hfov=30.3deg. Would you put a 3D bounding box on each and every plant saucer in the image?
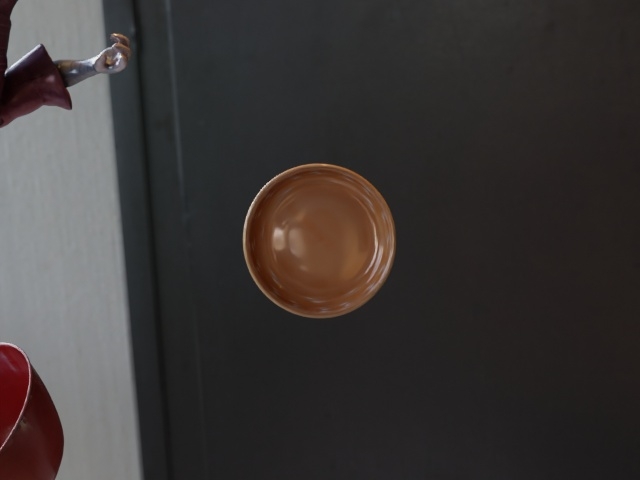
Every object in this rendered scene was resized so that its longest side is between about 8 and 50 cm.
[{"bbox_3d":[0.000,0.000,1.535,0.200,0.200,0.037,-1,3,9],"label":"plant saucer"}]

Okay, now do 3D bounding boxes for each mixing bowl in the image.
[{"bbox_3d":[-0.305,0.196,1.086,0.181,0.098,0.181,-24,38,21],"label":"mixing bowl"}]

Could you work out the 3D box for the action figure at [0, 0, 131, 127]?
[{"bbox_3d":[-0.339,-0.192,1.048,0.276,0.370,0.248,14,11,33],"label":"action figure"}]
